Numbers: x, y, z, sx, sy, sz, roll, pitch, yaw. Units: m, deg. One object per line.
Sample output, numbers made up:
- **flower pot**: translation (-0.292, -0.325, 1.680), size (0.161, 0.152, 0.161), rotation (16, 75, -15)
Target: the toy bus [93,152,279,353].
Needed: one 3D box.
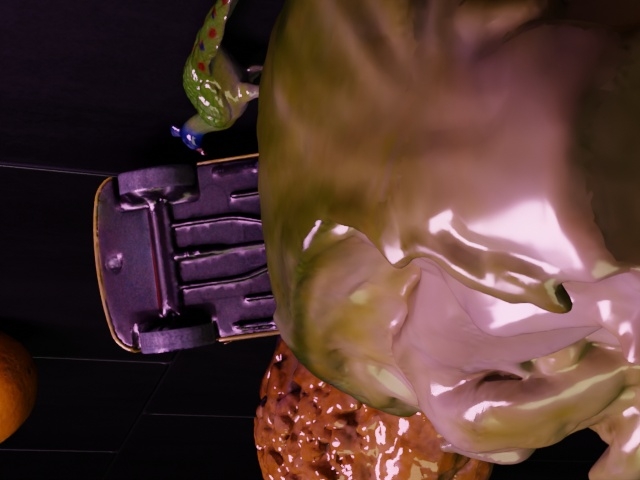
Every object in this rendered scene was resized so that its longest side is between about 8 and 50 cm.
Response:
- **toy bus**: translation (0.000, 0.000, 0.838), size (0.331, 0.145, 0.151), rotation (-8, 180, 11)

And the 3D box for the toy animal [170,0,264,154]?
- **toy animal**: translation (-0.048, -0.119, 0.698), size (0.075, 0.041, 0.217), rotation (14, 150, -9)

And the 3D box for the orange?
- **orange**: translation (-0.388, 0.158, 1.175), size (0.159, 0.159, 0.136), rotation (-15, 110, 26)

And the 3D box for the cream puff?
- **cream puff**: translation (0.062, 0.142, 1.035), size (0.231, 0.343, 0.327), rotation (19, 116, 6)

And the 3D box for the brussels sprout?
- **brussels sprout**: translation (0.107, -0.047, 0.557), size (0.275, 0.315, 0.371), rotation (17, 167, -17)
